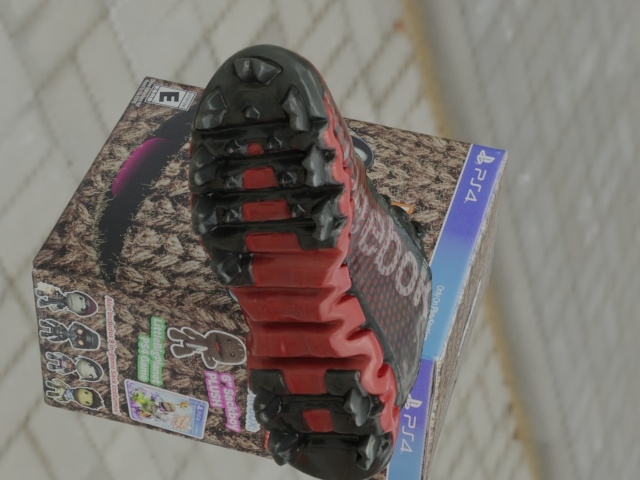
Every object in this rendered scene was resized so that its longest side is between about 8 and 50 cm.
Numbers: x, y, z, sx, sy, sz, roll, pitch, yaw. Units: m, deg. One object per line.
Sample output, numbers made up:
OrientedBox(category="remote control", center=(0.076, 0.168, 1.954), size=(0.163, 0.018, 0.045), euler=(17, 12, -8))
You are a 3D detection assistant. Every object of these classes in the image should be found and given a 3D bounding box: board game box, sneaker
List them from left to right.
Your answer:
OrientedBox(category="board game box", center=(-0.032, 0.026, 1.286), size=(0.232, 0.291, 0.141), euler=(-68, 166, -46))
OrientedBox(category="sneaker", center=(0.000, 0.000, 1.007), size=(0.135, 0.097, 0.276), euler=(-55, 139, -49))
